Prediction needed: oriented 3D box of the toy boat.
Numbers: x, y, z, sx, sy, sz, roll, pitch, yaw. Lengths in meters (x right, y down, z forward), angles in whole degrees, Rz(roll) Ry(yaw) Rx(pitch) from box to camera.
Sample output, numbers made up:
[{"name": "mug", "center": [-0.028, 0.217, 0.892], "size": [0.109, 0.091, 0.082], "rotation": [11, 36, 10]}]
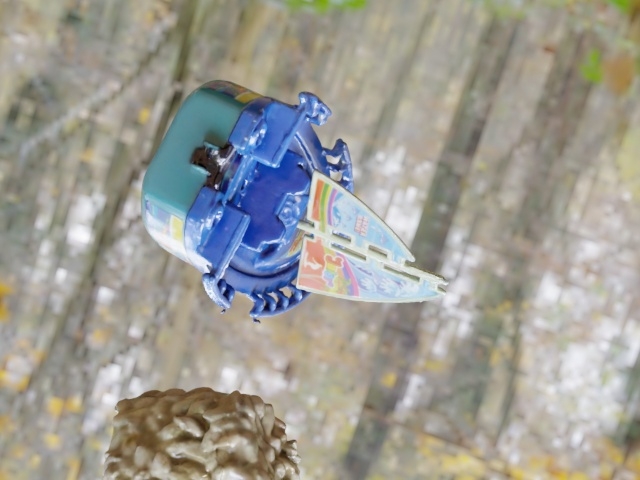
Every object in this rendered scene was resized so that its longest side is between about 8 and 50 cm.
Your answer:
[{"name": "toy boat", "center": [0.000, 0.000, 0.772], "size": [0.110, 0.091, 0.175], "rotation": [26, 175, 14]}]

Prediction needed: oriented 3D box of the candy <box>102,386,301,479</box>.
[{"name": "candy", "center": [-0.063, 0.124, 0.996], "size": [0.110, 0.085, 0.095], "rotation": [-6, 142, 17]}]
